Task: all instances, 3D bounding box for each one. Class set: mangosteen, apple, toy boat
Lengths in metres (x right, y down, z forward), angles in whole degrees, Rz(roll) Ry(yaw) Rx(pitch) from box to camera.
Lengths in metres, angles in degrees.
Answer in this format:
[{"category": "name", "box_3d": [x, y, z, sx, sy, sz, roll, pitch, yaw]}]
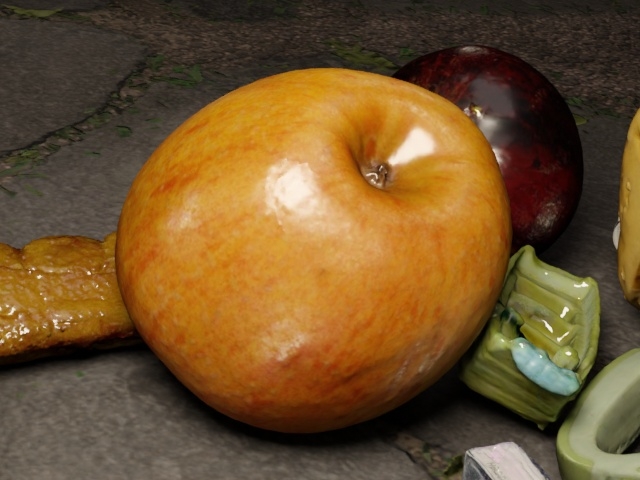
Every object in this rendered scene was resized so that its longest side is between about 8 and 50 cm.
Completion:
[{"category": "mangosteen", "box_3d": [0.162, -0.070, 1.485, 0.235, 0.235, 0.261, 26, -1, 29]}, {"category": "apple", "box_3d": [0.000, 0.000, 1.174, 0.299, 0.275, 0.299, 24, 44, -26]}, {"category": "toy boat", "box_3d": [0.183, 0.086, 1.271, 0.111, 0.084, 0.276, 30, 20, 3]}]

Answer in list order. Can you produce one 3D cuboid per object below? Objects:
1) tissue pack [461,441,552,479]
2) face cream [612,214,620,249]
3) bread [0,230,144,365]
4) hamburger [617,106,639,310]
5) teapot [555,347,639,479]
[{"category": "tissue pack", "box_3d": [0.126, 0.224, 0.951, 0.051, 0.156, 0.112, -8, 32, -22]}, {"category": "face cream", "box_3d": [0.439, -0.040, 1.602, 0.348, 0.105, 0.105, -17, 38, -40]}, {"category": "bread", "box_3d": [-0.200, 0.049, 1.261, 0.344, 0.084, 0.124, -8, 53, -30]}, {"category": "hamburger", "box_3d": [0.412, -0.040, 1.391, 0.318, 0.319, 0.158, -11, 29, -34]}, {"category": "teapot", "box_3d": [0.344, 0.135, 1.114, 0.321, 0.239, 0.239, 33, 46, 30]}]
